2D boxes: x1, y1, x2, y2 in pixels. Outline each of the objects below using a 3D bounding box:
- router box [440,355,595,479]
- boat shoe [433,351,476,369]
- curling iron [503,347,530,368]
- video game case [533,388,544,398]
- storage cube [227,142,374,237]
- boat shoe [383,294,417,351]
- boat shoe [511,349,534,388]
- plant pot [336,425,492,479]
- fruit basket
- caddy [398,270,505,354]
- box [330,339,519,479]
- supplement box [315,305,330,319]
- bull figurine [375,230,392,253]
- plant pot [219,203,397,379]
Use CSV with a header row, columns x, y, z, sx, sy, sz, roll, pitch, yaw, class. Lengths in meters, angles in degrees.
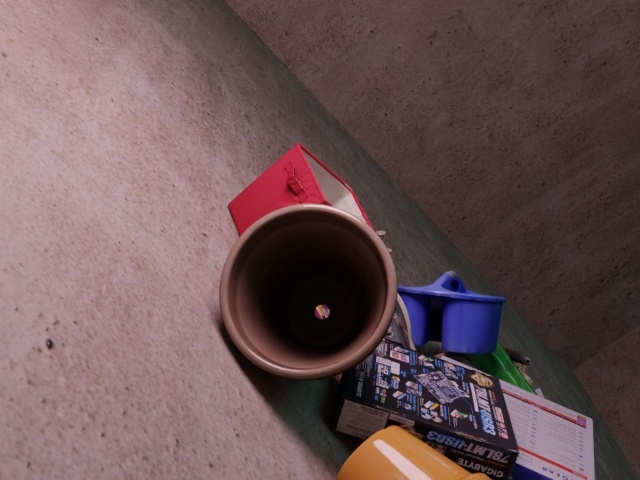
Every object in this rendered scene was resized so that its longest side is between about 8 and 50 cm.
x,y,z,sx,sy,sz,roll,pitch,yaw,class
0.349,0.374,1.504,0.335,0.082,0.301,22,20,12,router box
0.344,0.394,1.784,0.324,0.123,0.116,49,34,-25,boat shoe
0.518,0.312,2.053,0.068,0.035,0.274,56,-4,8,curling iron
0.583,0.466,2.074,0.157,0.019,0.143,98,-30,-76,video game case
-0.034,-0.032,1.499,0.215,0.193,0.184,36,21,-43,storage cube
0.128,0.197,1.546,0.285,0.103,0.092,70,20,-5,boat shoe
0.550,0.364,2.294,0.109,0.098,0.302,54,-5,-14,boat shoe
0.128,0.364,1.071,0.188,0.205,0.205,42,8,32,plant pot
0.445,0.384,2.086,0.327,0.165,0.353,56,0,15,fruit basket
0.296,0.160,1.821,0.341,0.241,0.179,13,83,-67,caddy
0.178,0.278,1.357,0.293,0.073,0.295,19,16,1,box
0.000,0.149,1.461,0.083,0.043,0.055,27,29,-55,supplement box
0.111,0.092,1.741,0.101,0.188,0.310,-1,23,-11,bull figurine
-0.008,0.094,1.238,0.263,0.263,0.229,55,-2,15,plant pot
